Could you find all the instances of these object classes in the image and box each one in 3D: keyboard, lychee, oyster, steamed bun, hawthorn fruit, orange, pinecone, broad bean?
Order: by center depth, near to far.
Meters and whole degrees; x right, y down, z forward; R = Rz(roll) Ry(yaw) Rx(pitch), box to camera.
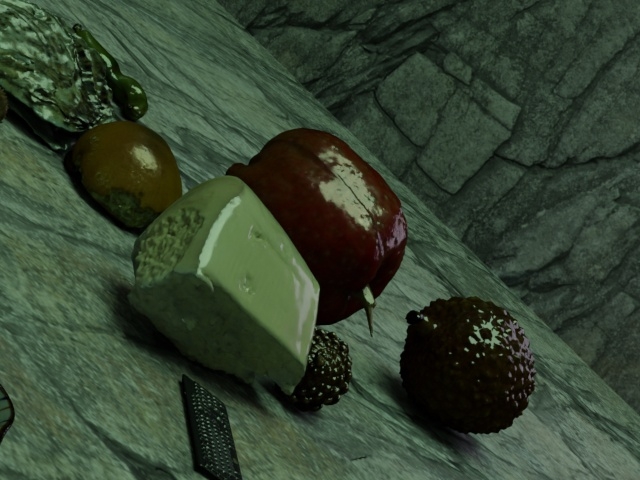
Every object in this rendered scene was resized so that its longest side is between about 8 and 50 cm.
[{"bbox_3d":[-0.107,0.191,1.726,0.063,0.010,0.198,38,11,-20],"label":"keyboard"},{"bbox_3d":[-0.110,0.064,1.910,0.225,0.170,0.200,52,36,-29],"label":"steamed bun"},{"bbox_3d":[-0.005,0.152,2.015,0.102,0.102,0.109,46,2,30],"label":"pinecone"},{"bbox_3d":[-0.237,-0.088,2.175,0.170,0.112,0.160,30,10,9],"label":"orange"},{"bbox_3d":[-0.386,-0.223,2.245,0.268,0.112,0.198,49,33,4],"label":"oyster"},{"bbox_3d":[-0.015,-0.017,2.274,0.261,0.258,0.258,14,3,18],"label":"hawthorn fruit"},{"bbox_3d":[0.196,0.163,2.375,0.238,0.200,0.200,46,6,-31],"label":"lychee"},{"bbox_3d":[-0.328,-0.258,2.675,0.213,0.048,0.070,49,13,27],"label":"broad bean"}]

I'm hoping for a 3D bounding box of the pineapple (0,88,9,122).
[{"bbox_3d":[-0.405,-0.167,2.093,0.058,0.058,0.124,36,-1,-17],"label":"pineapple"}]

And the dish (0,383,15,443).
[{"bbox_3d":[-0.312,0.107,1.243,0.190,0.066,0.191,37,14,-11],"label":"dish"}]
